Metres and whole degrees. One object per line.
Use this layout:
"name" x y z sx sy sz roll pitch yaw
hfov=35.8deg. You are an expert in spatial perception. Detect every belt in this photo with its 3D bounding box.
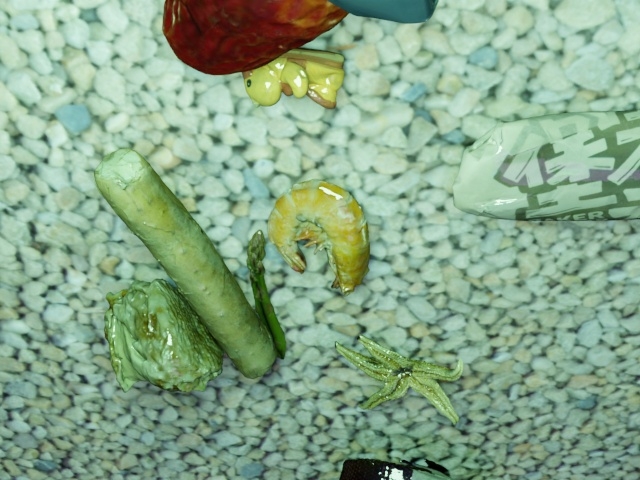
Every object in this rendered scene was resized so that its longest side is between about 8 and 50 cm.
"belt" 0.160 0.427 1.564 0.289 0.164 0.184 23 155 -18

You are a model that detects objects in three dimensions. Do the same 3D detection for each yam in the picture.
"yam" -0.162 0.037 1.277 0.083 0.083 0.371 -19 127 18

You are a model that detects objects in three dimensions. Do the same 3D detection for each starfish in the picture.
"starfish" 0.118 0.201 1.435 0.223 0.050 0.217 41 128 -15

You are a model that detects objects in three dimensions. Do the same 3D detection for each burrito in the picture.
"burrito" 0.376 -0.083 1.141 0.446 0.101 0.139 1 126 4

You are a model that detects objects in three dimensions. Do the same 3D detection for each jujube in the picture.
"jujube" -0.059 -0.267 0.963 0.190 0.190 0.255 29 143 -21

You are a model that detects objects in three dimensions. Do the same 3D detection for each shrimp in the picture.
"shrimp" 0.002 -0.002 1.270 0.132 0.051 0.187 5 129 24

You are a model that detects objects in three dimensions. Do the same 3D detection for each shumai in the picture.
"shumai" -0.226 0.141 1.308 0.142 0.184 0.184 -32 124 8

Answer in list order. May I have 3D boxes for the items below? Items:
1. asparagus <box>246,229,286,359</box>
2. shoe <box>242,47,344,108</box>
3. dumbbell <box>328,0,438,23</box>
"asparagus" -0.075 0.076 1.346 0.034 0.027 0.236 -3 131 8
"shoe" -0.028 -0.179 1.088 0.109 0.072 0.069 -5 104 -23
"dumbbell" 0.076 -0.341 0.795 0.156 0.143 0.316 23 87 -16
